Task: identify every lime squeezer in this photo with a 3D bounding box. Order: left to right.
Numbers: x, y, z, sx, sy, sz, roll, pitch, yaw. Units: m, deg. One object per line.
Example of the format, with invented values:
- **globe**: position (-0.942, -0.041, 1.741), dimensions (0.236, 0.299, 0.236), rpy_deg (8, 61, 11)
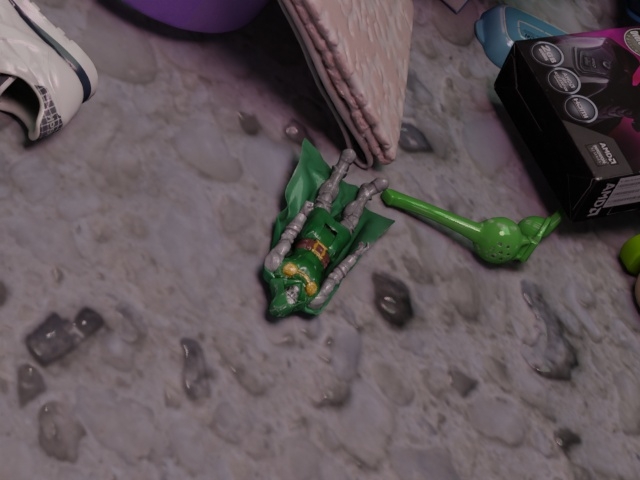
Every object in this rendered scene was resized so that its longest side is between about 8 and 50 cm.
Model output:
- **lime squeezer**: position (0.216, -0.014, 1.580), dimensions (0.310, 0.058, 0.110), rpy_deg (-1, 25, -38)

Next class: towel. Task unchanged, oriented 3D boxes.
- **towel**: position (0.022, -0.296, 1.526), dimensions (0.317, 0.053, 0.332), rpy_deg (-81, 152, -43)

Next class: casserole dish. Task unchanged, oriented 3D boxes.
- **casserole dish**: position (0.297, -0.262, 1.846), dimensions (0.188, 0.037, 0.114), rpy_deg (21, 46, -22)

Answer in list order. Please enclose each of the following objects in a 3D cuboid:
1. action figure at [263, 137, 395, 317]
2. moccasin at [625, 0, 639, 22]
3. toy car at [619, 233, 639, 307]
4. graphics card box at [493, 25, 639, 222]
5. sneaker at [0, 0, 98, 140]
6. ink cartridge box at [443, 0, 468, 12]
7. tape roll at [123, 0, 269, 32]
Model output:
- **action figure**: position (0.000, 0.000, 1.386), dimensions (0.137, 0.063, 0.232), rpy_deg (39, 45, -10)
- **moccasin**: position (0.500, -0.383, 1.963), dimensions (0.138, 0.116, 0.342), rpy_deg (7, 24, -9)
- **toy car**: position (0.491, 0.055, 1.669), dimensions (0.188, 0.149, 0.155), rpy_deg (20, 35, -40)
- **graphics card box**: position (0.431, -0.163, 1.705), dimensions (0.371, 0.094, 0.232), rpy_deg (-10, 58, -22)
- **sneaker**: position (-0.324, -0.195, 1.280), dimensions (0.235, 0.090, 0.095), rpy_deg (39, 51, -3)
- **ink cartridge box**: position (0.236, -0.423, 1.856), dimensions (0.078, 0.134, 0.231), rpy_deg (41, 41, -2)
- **tape roll**: position (-0.155, -0.363, 1.497), dimensions (0.275, 0.090, 0.274), rpy_deg (22, 45, -24)
